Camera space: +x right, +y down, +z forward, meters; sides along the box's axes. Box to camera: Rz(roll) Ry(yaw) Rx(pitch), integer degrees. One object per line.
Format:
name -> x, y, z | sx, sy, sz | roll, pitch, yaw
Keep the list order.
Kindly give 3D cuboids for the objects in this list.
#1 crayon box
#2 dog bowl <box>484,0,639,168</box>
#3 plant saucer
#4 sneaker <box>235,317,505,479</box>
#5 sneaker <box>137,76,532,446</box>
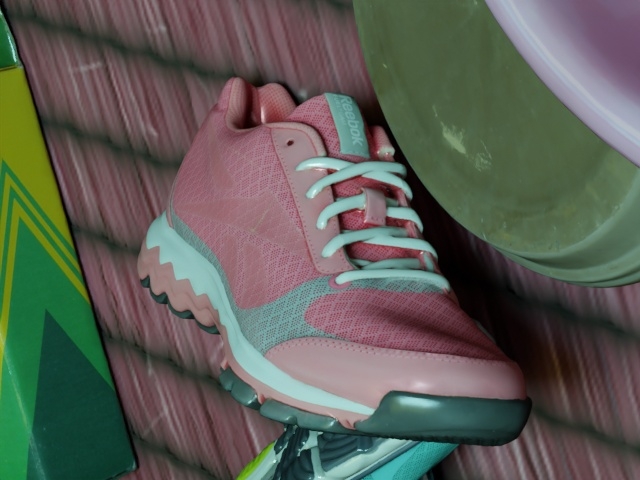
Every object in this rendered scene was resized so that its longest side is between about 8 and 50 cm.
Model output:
crayon box -> -0.251, 0.015, 1.169 | 0.202, 0.081, 0.318 | -11, 97, 41
dog bowl -> 0.204, -0.170, 0.550 | 0.408, 0.150, 0.408 | 8, 105, 33
plant saucer -> 0.089, -0.110, 0.816 | 0.278, 0.041, 0.278 | 35, 132, 51
sneaker -> 0.019, 0.144, 0.999 | 0.110, 0.107, 0.275 | 32, 122, -13
sneaker -> -0.001, 0.000, 0.891 | 0.314, 0.116, 0.136 | 34, 113, 57
